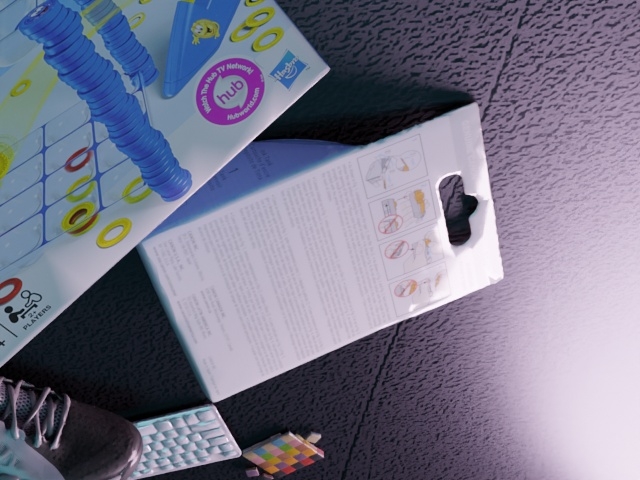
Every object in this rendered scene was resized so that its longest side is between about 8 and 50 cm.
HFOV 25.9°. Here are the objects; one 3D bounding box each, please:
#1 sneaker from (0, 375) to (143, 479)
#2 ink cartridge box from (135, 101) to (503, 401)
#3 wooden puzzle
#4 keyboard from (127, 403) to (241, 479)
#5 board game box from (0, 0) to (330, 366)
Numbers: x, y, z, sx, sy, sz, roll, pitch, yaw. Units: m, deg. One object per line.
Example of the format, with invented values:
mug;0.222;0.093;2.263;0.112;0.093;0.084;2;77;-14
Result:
sneaker;-0.238;0.122;1.023;0.228;0.086;0.132;6;136;-12
ink cartridge box;0.000;0.000;0.948;0.232;0.066;0.189;-26;139;-8
wooden puzzle;-0.032;0.179;1.169;0.083;0.006;0.049;-28;135;24
keyboard;-0.197;0.183;1.149;0.256;0.014;0.072;-14;140;10
board game box;-0.199;-0.093;0.682;0.308;0.086;0.302;-42;133;2
